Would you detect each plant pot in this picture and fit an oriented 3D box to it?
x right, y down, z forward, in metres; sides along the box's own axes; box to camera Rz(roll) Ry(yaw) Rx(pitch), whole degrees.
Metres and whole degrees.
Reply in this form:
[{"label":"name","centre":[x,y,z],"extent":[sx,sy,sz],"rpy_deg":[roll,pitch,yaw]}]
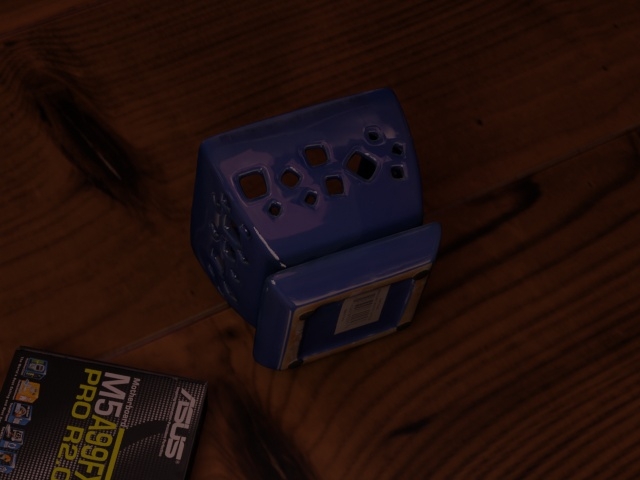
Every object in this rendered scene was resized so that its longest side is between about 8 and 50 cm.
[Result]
[{"label":"plant pot","centre":[0.000,0.000,1.481],"extent":[0.236,0.236,0.212],"rpy_deg":[-17,64,-17]}]

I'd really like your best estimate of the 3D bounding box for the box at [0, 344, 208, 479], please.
[{"label":"box","centre":[-0.249,0.254,1.382],"extent":[0.216,0.060,0.270],"rpy_deg":[11,55,3]}]
